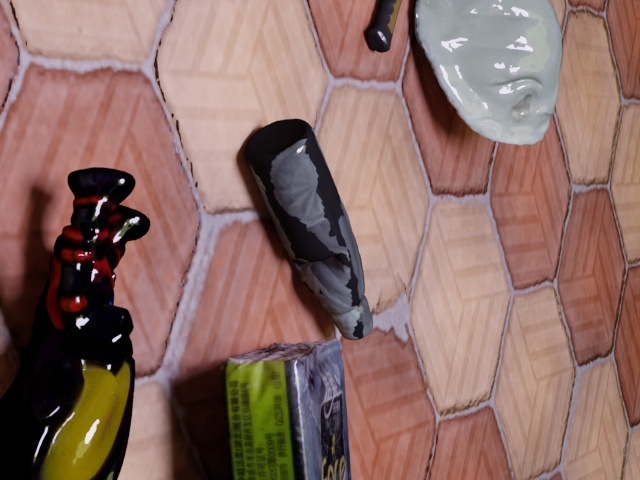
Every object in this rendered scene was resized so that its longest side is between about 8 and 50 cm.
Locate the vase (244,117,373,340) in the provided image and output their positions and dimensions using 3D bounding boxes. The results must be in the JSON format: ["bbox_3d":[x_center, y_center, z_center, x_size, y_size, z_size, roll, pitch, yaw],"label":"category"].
[{"bbox_3d":[0.000,0.000,1.232,0.060,0.060,0.211,-59,137,-42],"label":"vase"}]

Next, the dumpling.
[{"bbox_3d":[0.161,-0.195,1.494,0.108,0.153,0.219,143,-68,-80],"label":"dumpling"}]

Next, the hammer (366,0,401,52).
[{"bbox_3d":[0.078,-0.262,1.409,0.078,0.021,0.201,46,51,-50],"label":"hammer"}]

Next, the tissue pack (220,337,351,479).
[{"bbox_3d":[-0.017,0.197,1.135,0.173,0.073,0.235,1,84,-79],"label":"tissue pack"}]

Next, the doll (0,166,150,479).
[{"bbox_3d":[-0.152,0.081,0.940,0.127,0.088,0.248,46,47,-50],"label":"doll"}]
